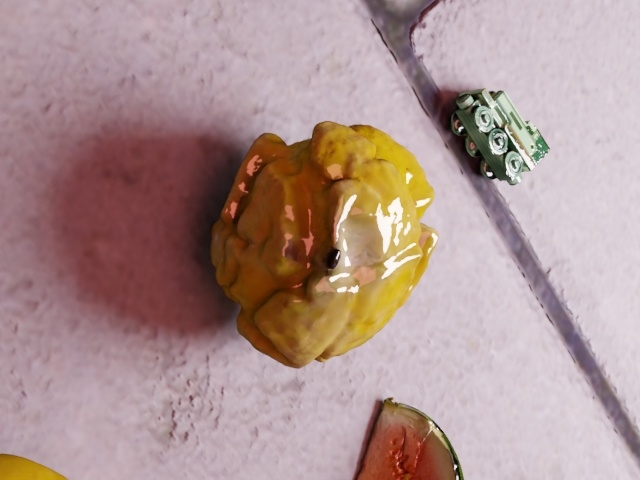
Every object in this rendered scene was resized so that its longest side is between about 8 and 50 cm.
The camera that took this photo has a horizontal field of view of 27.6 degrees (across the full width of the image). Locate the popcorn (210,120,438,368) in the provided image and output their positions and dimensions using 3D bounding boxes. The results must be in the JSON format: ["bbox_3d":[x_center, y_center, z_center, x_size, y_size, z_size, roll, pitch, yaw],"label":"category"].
[{"bbox_3d":[0.000,0.000,0.856,0.148,0.152,0.167,34,89,-27],"label":"popcorn"}]

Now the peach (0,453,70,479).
[{"bbox_3d":[-0.211,0.212,0.766,0.179,0.103,0.179,-4,97,-30],"label":"peach"}]

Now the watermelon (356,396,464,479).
[{"bbox_3d":[0.073,0.204,0.948,0.087,0.069,0.163,20,81,-30],"label":"watermelon"}]

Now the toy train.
[{"bbox_3d":[0.135,-0.083,0.991,0.053,0.033,0.083,-46,112,-26],"label":"toy train"}]
